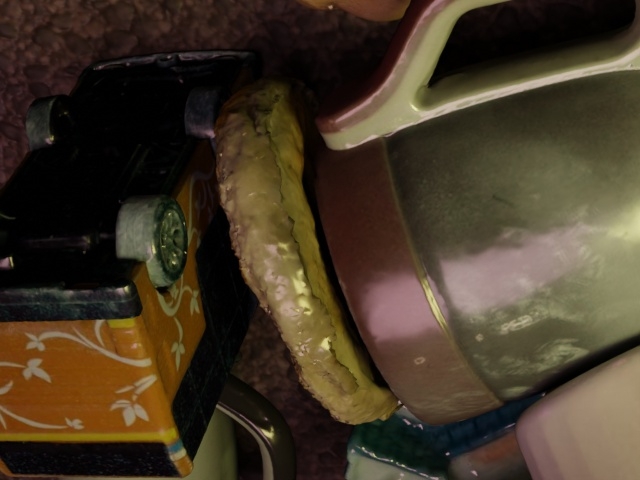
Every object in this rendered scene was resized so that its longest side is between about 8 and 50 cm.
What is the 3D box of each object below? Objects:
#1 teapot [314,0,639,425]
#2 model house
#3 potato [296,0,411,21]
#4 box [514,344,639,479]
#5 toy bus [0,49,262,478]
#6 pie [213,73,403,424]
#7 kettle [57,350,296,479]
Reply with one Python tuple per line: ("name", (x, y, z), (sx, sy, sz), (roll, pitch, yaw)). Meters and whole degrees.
("teapot", (0.163, -0.060, 1.009), (0.312, 0.233, 0.315), (-21, 122, 14))
("model house", (0.105, 0.187, 1.206), (0.267, 0.194, 0.325), (-28, 108, 28))
("potato", (0.034, -0.205, 1.026), (0.147, 0.112, 0.112), (-13, 117, 27))
("box", (0.235, 0.177, 0.993), (0.262, 0.291, 0.206), (-34, 72, 27))
("toy bus", (-0.134, 0.007, 1.069), (0.162, 0.323, 0.194), (-3, 122, 16))
("pie", (0.000, 0.000, 1.065), (0.055, 0.274, 0.274), (-20, 115, 15))
("kettle", (-0.128, 0.166, 1.252), (0.240, 0.165, 0.255), (12, 125, 25))
